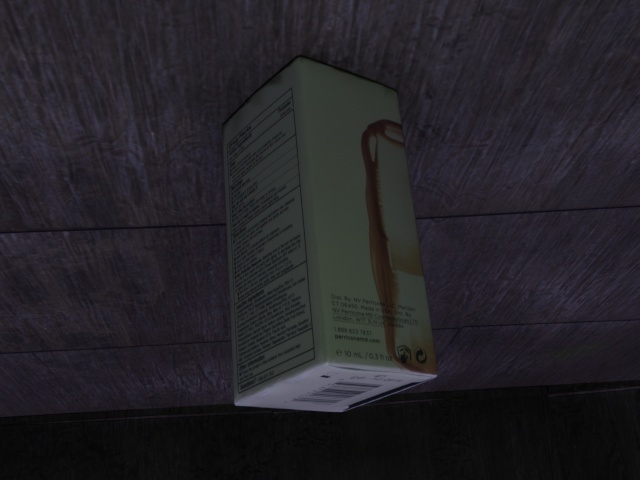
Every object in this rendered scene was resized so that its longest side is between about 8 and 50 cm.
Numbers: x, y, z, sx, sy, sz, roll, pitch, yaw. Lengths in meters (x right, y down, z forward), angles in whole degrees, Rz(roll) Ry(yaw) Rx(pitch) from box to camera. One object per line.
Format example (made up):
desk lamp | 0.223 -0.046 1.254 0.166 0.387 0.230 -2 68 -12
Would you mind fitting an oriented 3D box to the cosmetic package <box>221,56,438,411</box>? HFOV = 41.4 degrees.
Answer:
cosmetic package | 0.000 0.000 0.803 0.129 0.296 0.153 11 153 -34
